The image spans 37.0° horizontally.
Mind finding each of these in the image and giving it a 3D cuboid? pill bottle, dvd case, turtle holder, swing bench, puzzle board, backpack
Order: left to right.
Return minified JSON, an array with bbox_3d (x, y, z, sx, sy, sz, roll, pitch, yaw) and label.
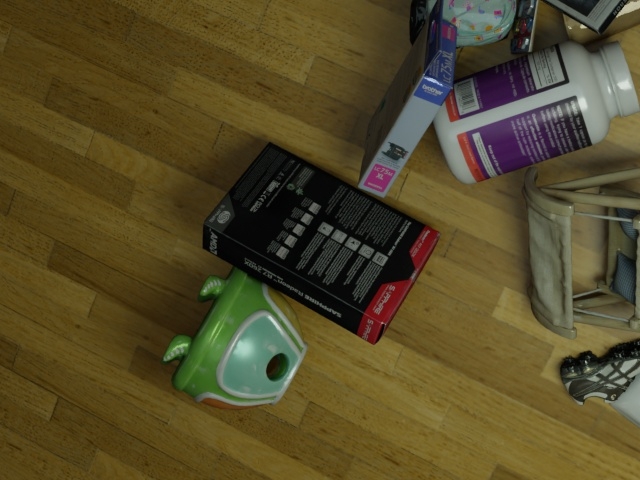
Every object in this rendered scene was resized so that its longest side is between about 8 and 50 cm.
[{"bbox_3d":[-0.140,0.170,1.804,0.227,0.320,0.243,30,147,-4],"label":"turtle holder"},{"bbox_3d":[0.248,-0.397,1.660,0.182,0.115,0.152,4,96,14],"label":"backpack"},{"bbox_3d":[0.346,-0.368,1.630,0.011,0.128,0.096,6,99,-4],"label":"puzzle board"},{"bbox_3d":[0.360,-0.223,1.616,0.323,0.181,0.181,-17,92,17],"label":"pill bottle"},{"bbox_3d":[0.429,-0.468,1.583,0.238,0.029,0.179,44,102,35],"label":"dvd case"},{"bbox_3d":[0.466,0.020,1.587,0.254,0.165,0.253,-2,119,15],"label":"swing bench"}]

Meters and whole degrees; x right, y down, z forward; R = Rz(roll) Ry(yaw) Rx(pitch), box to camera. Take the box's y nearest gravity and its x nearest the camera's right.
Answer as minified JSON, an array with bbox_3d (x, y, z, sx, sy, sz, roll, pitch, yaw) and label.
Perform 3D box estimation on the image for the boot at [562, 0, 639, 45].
[{"bbox_3d":[0.523,-0.472,1.588,0.269,0.089,0.236,-13,87,21],"label":"boot"}]

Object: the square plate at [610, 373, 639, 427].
[{"bbox_3d":[0.743,0.265,1.640,0.344,0.049,0.347,39,106,9],"label":"square plate"}]

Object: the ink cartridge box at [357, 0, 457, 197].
[{"bbox_3d":[0.155,-0.240,1.605,0.065,0.186,0.311,20,134,-8],"label":"ink cartridge box"}]

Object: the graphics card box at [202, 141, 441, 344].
[{"bbox_3d":[0.000,0.000,1.726,0.371,0.233,0.094,29,148,9],"label":"graphics card box"}]

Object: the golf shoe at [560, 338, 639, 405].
[{"bbox_3d":[0.528,0.235,1.688,0.198,0.077,0.094,-18,96,27],"label":"golf shoe"}]
